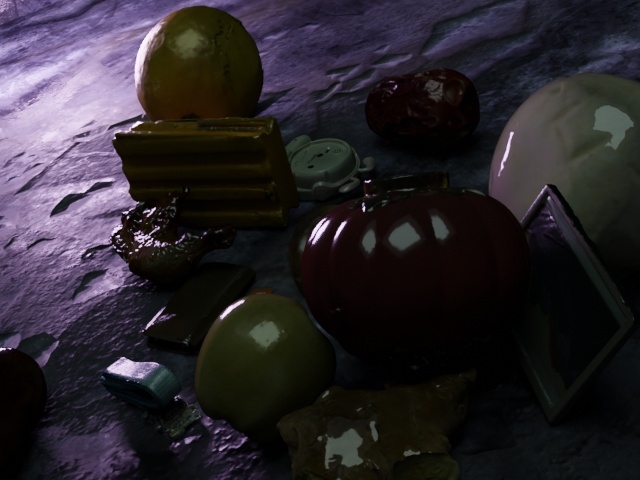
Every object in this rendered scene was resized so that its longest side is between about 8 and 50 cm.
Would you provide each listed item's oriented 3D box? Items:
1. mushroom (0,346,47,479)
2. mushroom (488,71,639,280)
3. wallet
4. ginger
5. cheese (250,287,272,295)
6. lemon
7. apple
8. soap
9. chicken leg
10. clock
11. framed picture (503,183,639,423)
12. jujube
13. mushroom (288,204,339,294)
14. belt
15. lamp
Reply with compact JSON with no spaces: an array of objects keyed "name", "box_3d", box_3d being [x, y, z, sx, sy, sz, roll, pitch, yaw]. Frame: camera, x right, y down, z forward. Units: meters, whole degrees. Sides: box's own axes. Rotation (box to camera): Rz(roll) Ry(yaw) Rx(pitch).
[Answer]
[{"name":"mushroom","box_3d":[-0.531,0.267,1.351,0.217,0.148,0.227,-19,25,25]},{"name":"mushroom","box_3d":[0.396,-0.114,1.346,0.315,0.315,0.356,4,47,27]},{"name":"wallet","box_3d":[-0.199,0.107,1.505,0.110,0.031,0.198,6,39,30]},{"name":"ginger","box_3d":[0.081,0.241,1.126,0.270,0.123,0.218,-23,34,-29]},{"name":"cheese","box_3d":[-0.102,0.112,1.470,0.047,0.017,0.111,-5,35,11]},{"name":"lemon","box_3d":[-0.262,-0.363,1.985,0.296,0.297,0.297,-11,34,8]},{"name":"apple","box_3d":[-0.073,0.171,1.229,0.199,0.200,0.200,-11,34,8]},{"name":"soap","box_3d":[-0.210,-0.128,1.695,0.324,0.204,0.096,2,35,23]},{"name":"chicken leg","box_3d":[-0.267,-0.006,1.618,0.177,0.083,0.322,-52,39,-1]},{"name":"clock","box_3d":[0.004,-0.139,1.745,0.190,0.062,0.151,8,41,30]},{"name":"framed picture","box_3d":[0.303,0.075,1.190,0.018,0.192,0.265,11,36,-24]},{"name":"jujube","box_3d":[0.195,-0.254,1.763,0.230,0.155,0.155,7,39,45]},{"name":"mushroom","box_3d":[-0.001,-0.001,1.531,0.072,0.094,0.210,7,44,25]},{"name":"belt","box_3d":[-0.258,0.223,1.341,0.065,0.100,0.179,-40,26,-30]},{"name":"lamp","box_3d":[0.125,0.040,1.205,0.303,0.257,0.303,-6,0,0]}]
